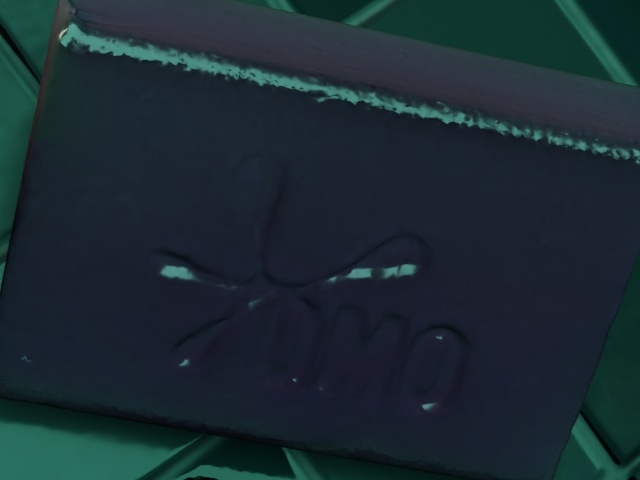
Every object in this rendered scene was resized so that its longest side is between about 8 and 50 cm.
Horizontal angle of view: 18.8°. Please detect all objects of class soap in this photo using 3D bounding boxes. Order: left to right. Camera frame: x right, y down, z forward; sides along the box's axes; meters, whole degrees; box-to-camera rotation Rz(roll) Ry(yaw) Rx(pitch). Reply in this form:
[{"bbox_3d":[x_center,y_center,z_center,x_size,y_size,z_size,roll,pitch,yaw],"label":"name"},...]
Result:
[{"bbox_3d":[0.000,0.001,0.819,0.259,0.081,0.181,12,118,-9],"label":"soap"}]

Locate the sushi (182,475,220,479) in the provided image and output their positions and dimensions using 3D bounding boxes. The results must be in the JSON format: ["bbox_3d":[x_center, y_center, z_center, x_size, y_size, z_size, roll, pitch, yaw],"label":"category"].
[{"bbox_3d":[-0.043,0.207,0.777,0.115,0.147,0.212,-23,87,-16],"label":"sushi"}]
